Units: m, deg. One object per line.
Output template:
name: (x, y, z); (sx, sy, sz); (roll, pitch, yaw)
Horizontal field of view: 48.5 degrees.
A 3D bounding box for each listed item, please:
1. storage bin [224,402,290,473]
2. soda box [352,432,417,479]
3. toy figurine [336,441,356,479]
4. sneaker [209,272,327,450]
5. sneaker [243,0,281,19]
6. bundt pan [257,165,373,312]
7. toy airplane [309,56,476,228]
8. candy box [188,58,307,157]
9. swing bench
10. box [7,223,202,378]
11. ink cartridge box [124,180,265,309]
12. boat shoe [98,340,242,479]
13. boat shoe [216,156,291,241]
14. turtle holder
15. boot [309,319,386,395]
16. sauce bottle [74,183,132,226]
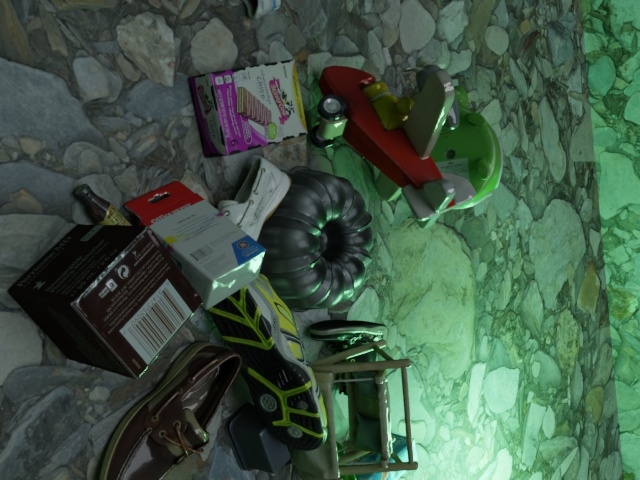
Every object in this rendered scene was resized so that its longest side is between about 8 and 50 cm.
storage bin: (-0.118, 0.410, 1.461); (0.098, 0.091, 0.135); (-36, 119, -41)
soda box: (0.157, 0.571, 1.796); (0.210, 0.071, 0.067); (-22, 108, -46)
toy figurine: (0.046, 0.578, 1.667); (0.159, 0.130, 0.173); (57, 27, -50)
sneaker: (-0.073, 0.229, 1.406); (0.147, 0.145, 0.384); (-31, 99, -61)
sneaker: (-0.147, -0.522, 1.388); (0.083, 0.071, 0.190); (-48, 125, -29)
bundt pan: (0.000, 0.000, 1.545); (0.331, 0.124, 0.330); (-4, 95, -47)
toy airplane: (0.196, -0.222, 1.555); (0.272, 0.386, 0.384); (-44, 125, -23)
candy box: (-0.137, -0.265, 1.411); (0.233, 0.071, 0.159); (-25, 111, -45)
swing bench: (0.058, 0.373, 1.532); (0.255, 0.165, 0.253); (-9, 100, -15)
box: (-0.334, 0.089, 1.111); (0.168, 0.203, 0.167); (-53, 128, -32)
ink cartridge box: (-0.229, 0.002, 1.263); (0.134, 0.231, 0.078); (-32, 151, -43)
boat shoe: (-0.256, 0.330, 1.274); (0.342, 0.123, 0.123); (-53, 129, -32)
boat shoe: (-0.165, -0.043, 1.385); (0.096, 0.098, 0.277); (42, 63, -27)
turtle holder: (0.347, -0.233, 1.873); (0.320, 0.243, 0.227); (59, 19, 20)
boot: (0.062, 0.278, 1.663); (0.236, 0.085, 0.178); (6, 91, -47)
sauce bottle: (-0.361, -0.042, 1.194); (0.128, 0.042, 0.042); (54, 55, -38)
